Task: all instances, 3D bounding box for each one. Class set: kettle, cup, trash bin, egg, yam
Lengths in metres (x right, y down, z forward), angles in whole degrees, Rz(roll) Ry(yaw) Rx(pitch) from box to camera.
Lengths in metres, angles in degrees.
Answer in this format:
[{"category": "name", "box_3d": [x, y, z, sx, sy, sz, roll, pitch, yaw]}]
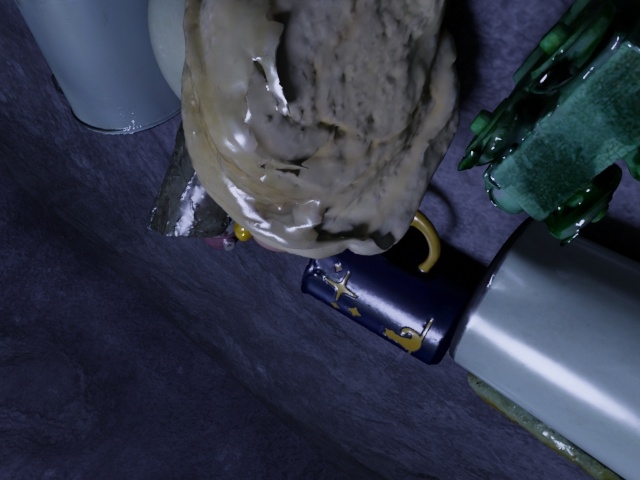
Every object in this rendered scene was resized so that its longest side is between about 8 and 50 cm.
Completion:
[{"category": "kettle", "box_3d": [0.380, 0.167, 0.781, 0.376, 0.250, 0.361, 31, 169, 22]}, {"category": "cup", "box_3d": [0.115, 0.063, 0.961, 0.256, 0.178, 0.255, 30, 171, 15]}, {"category": "trash bin", "box_3d": [-0.316, -0.326, 0.901, 0.277, 0.217, 0.262, 6, 144, 12]}, {"category": "egg", "box_3d": [-0.121, -0.256, 0.793, 0.186, 0.186, 0.253, 16, 140, 38]}, {"category": "yam", "box_3d": [-0.200, -0.112, 1.047, 0.154, 0.154, 0.254, 32, 110, 14]}]

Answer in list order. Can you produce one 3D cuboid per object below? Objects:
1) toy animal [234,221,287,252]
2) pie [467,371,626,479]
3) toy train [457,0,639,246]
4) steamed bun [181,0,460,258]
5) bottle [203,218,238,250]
[{"category": "toy animal", "box_3d": [-0.063, -0.060, 1.054, 0.149, 0.165, 0.248, 34, 159, 0]}, {"category": "pie", "box_3d": [0.376, 0.295, 0.941, 0.323, 0.070, 0.323, 33, 178, 1]}, {"category": "toy train", "box_3d": [0.240, -0.125, 0.521, 0.145, 0.202, 0.266, 38, 153, 2]}, {"category": "steamed bun", "box_3d": [-0.004, -0.175, 0.641, 0.230, 0.325, 0.372, 35, 154, 46]}, {"category": "bottle", "box_3d": [-0.220, -0.074, 1.267, 0.120, 0.120, 0.253, 29, 151, 20]}]
